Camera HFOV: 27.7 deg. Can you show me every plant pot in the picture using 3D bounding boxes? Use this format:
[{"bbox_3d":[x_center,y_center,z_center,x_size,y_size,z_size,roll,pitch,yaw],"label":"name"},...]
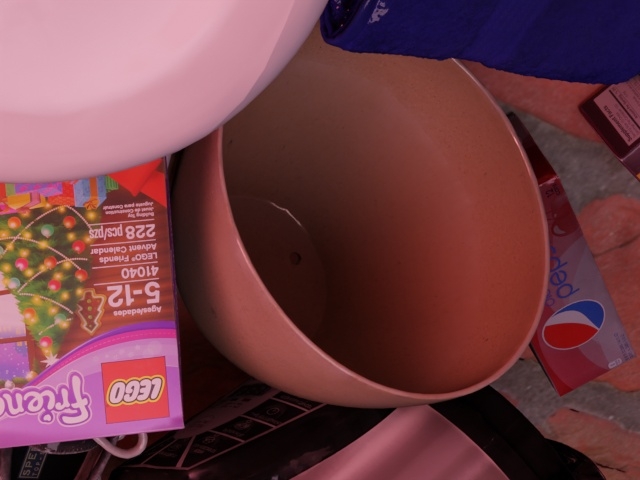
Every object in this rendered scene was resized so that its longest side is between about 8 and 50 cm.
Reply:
[{"bbox_3d":[0.000,0.000,0.950,0.284,0.284,0.191,16,152,-31],"label":"plant pot"}]

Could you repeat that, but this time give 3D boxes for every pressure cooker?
[{"bbox_3d":[0.025,0.287,1.061,0.420,0.370,0.376,-35,152,-34],"label":"pressure cooker"}]

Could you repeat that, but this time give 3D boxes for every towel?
[{"bbox_3d":[0.162,-0.218,0.908,0.308,0.076,0.228,3,137,-37],"label":"towel"}]

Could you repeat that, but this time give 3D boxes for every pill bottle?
[{"bbox_3d":[-0.145,-0.228,0.577,0.229,0.408,0.229,-11,132,-12],"label":"pill bottle"}]

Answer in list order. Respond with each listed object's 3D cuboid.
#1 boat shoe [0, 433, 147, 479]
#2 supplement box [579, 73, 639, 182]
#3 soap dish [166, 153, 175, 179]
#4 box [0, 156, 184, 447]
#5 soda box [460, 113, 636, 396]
[{"bbox_3d":[-0.174,0.104,0.890,0.113,0.105,0.306,11,125,-29],"label":"boat shoe"},{"bbox_3d":[0.325,-0.123,1.069,0.188,0.081,0.104,-41,131,15],"label":"supplement box"},{"bbox_3d":[-0.226,-0.043,0.899,0.228,0.118,0.291,3,127,-23],"label":"soap dish"},{"bbox_3d":[-0.233,0.025,0.770,0.293,0.057,0.201,-5,100,-10],"label":"box"},{"bbox_3d":[0.190,0.021,1.130,0.083,0.092,0.263,-29,133,6],"label":"soda box"}]
